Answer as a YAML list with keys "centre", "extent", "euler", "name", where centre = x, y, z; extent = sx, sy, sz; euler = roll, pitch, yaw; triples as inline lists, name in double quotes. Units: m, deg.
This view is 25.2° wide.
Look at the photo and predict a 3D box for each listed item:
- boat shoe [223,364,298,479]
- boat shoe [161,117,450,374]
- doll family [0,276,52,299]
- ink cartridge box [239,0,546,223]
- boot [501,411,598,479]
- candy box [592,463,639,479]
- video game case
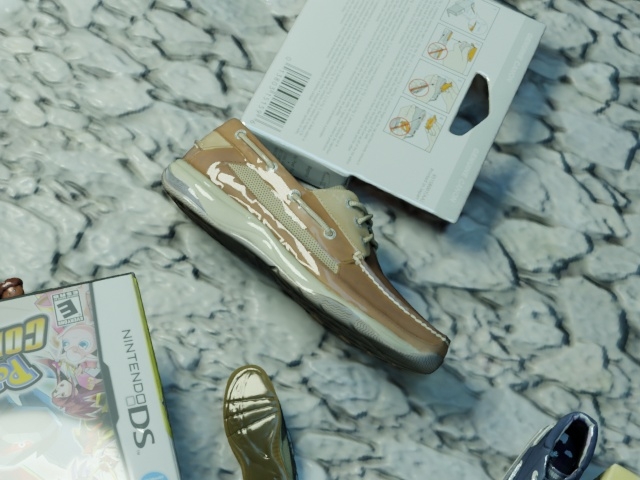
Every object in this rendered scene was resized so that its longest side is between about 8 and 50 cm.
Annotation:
- centre: [-0.054, 0.191, 1.316]
  extent: [0.056, 0.049, 0.152]
  euler: [-12, 72, 5]
  name: "boat shoe"
- centre: [0.000, 0.000, 1.358]
  extent: [0.324, 0.123, 0.116]
  euler: [38, 81, 7]
  name: "boat shoe"
- centre: [-0.322, 0.106, 1.295]
  extent: [0.193, 0.076, 0.111]
  euler: [-31, 79, -17]
  name: "doll family"
- centre: [0.076, -0.164, 1.488]
  extent: [0.239, 0.060, 0.275]
  euler: [26, 65, 2]
  name: "ink cartridge box"
- centre: [0.190, 0.241, 1.313]
  extent: [0.069, 0.086, 0.190]
  euler: [30, 65, 4]
  name: "boot"
- centre: [0.351, 0.364, 1.285]
  extent: [0.316, 0.087, 0.183]
  euler: [31, 65, 4]
  name: "candy box"
- centre: [-0.265, 0.160, 1.190]
  extent: [0.275, 0.035, 0.248]
  euler: [-12, 56, -9]
  name: "video game case"
